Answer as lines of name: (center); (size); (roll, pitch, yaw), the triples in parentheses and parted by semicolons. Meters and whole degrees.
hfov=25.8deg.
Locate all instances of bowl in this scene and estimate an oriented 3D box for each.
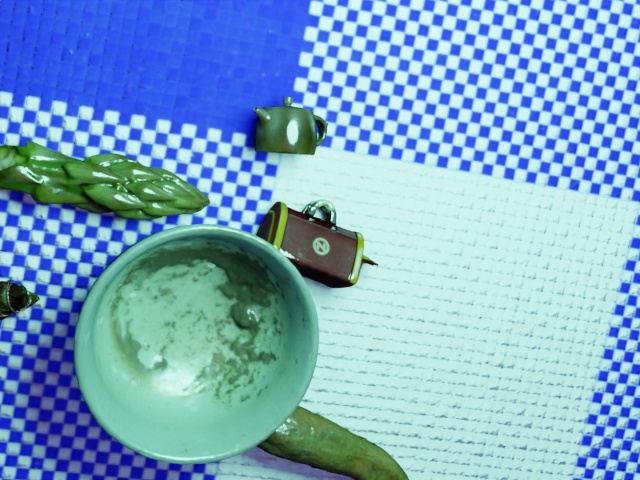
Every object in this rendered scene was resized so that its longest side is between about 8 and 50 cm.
bowl: (-0.157, 0.105, 1.656); (0.289, 0.146, 0.289); (-4, 106, -15)

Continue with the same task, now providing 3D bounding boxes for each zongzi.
zongzi: (-0.363, 0.070, 1.644); (0.083, 0.073, 0.067); (-8, 84, 20)

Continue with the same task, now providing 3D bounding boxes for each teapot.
teapot: (-0.035, -0.138, 1.673); (0.121, 0.076, 0.068); (1, 95, -43)

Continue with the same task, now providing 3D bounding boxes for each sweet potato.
sweet potato: (0.018, 0.268, 1.786); (0.273, 0.075, 0.075); (27, 94, -24)

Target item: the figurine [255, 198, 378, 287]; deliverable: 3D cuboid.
figurine: (0.001, 0.000, 1.719); (0.154, 0.082, 0.098); (19, 78, -19)

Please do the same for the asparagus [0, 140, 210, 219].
asparagus: (-0.265, -0.068, 1.621); (0.287, 0.080, 0.080); (11, 100, -18)
